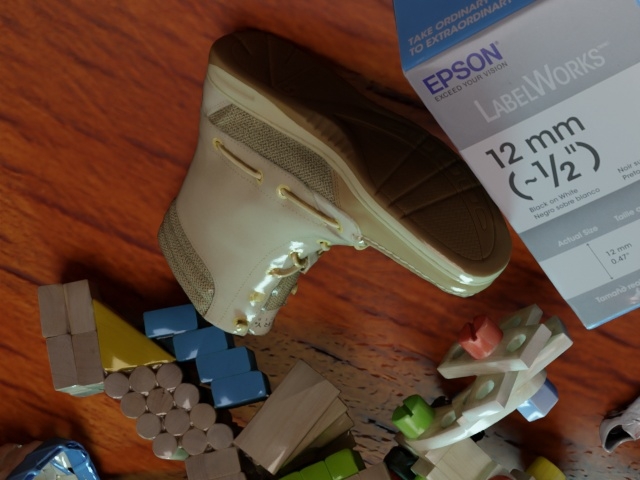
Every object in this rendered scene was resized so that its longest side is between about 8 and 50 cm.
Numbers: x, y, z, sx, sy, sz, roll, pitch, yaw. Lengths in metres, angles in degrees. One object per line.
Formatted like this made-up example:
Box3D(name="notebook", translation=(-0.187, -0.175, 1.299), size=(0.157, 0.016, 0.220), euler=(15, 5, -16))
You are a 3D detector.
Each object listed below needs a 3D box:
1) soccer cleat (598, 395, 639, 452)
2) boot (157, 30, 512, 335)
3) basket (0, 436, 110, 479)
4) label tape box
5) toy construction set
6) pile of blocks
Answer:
Box3D(name="soccer cleat", translation=(0.247, 0.134, 1.401), size=(0.029, 0.035, 0.083), euler=(43, 123, -15))
Box3D(name="boot", translation=(0.000, 0.000, 1.298), size=(0.262, 0.095, 0.203), euler=(37, 129, 18))
Box3D(name="basket", translation=(-0.230, 0.293, 1.491), size=(0.289, 0.255, 0.201), euler=(6, 132, 22))
Box3D(name="label tape box", translation=(0.191, -0.138, 1.185), size=(0.249, 0.115, 0.347), euler=(-27, 115, 27))
Box3D(name="toy construction set", translation=(0.164, 0.201, 1.370), size=(0.151, 0.215, 0.327), euler=(-34, 105, -13))
Box3D(name="pile of blocks", translation=(-0.064, 0.144, 1.437), size=(0.362, 0.112, 0.149), euler=(41, 88, 9))
